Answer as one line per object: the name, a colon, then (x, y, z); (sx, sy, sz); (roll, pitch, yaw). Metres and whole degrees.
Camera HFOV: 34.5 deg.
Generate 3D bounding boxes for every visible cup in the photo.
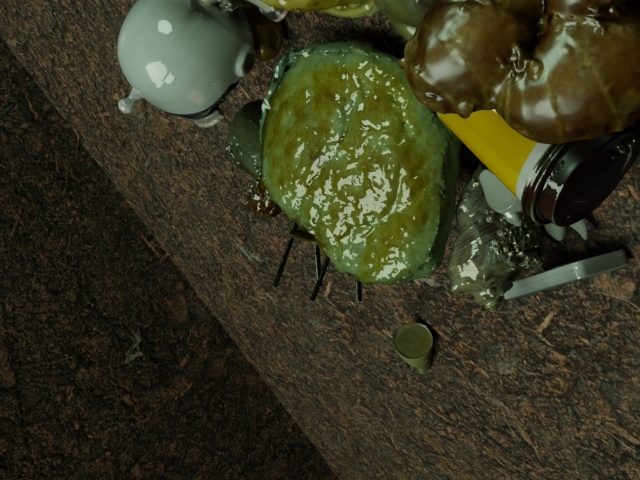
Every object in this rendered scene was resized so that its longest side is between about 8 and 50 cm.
cup: (0.287, -0.158, 1.429); (0.280, 0.196, 0.196); (44, 160, 29)

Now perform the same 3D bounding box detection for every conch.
conch: (0.286, -0.007, 1.698); (0.178, 0.163, 0.245); (-7, -91, -76)

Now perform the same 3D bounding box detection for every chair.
chair: (0.000, 0.000, 2.279); (0.159, 0.172, 0.246); (18, 101, 52)

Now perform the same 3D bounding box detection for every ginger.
ginger: (0.279, -0.253, 1.228); (0.358, 0.152, 0.274); (20, 113, 17)

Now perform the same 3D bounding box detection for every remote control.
remote control: (0.397, 0.058, 1.695); (0.250, 0.103, 0.034); (147, 108, -69)

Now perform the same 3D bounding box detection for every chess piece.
chess piece: (0.221, 0.261, 2.423); (0.090, 0.090, 0.200); (40, 169, 19)

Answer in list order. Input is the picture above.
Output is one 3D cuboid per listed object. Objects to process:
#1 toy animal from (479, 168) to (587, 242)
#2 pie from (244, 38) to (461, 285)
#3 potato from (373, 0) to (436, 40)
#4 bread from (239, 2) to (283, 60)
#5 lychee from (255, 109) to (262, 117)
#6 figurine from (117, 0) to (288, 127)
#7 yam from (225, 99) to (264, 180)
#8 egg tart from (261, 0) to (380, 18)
toy animal: (0.330, -0.063, 1.609); (0.131, 0.182, 0.127); (1, 87, 49)
pie: (0.074, -0.141, 1.754); (0.418, 0.180, 0.395); (29, 117, 36)
potato: (0.132, -0.363, 1.361); (0.160, 0.178, 0.235); (10, 141, 40)
bread: (-0.163, -0.415, 1.960); (0.239, 0.074, 0.092); (29, 145, 39)
lychee: (-0.033, -0.243, 1.964); (0.140, 0.101, 0.114); (38, -160, -10)
figurine: (-0.230, -0.390, 1.819); (0.253, 0.211, 0.361); (54, 132, 25)
yam: (-0.056, -0.161, 2.081); (0.268, 0.161, 0.161); (38, 157, 22)
egg tart: (-0.044, -0.474, 1.531); (0.388, 0.169, 0.387); (34, 153, 20)
